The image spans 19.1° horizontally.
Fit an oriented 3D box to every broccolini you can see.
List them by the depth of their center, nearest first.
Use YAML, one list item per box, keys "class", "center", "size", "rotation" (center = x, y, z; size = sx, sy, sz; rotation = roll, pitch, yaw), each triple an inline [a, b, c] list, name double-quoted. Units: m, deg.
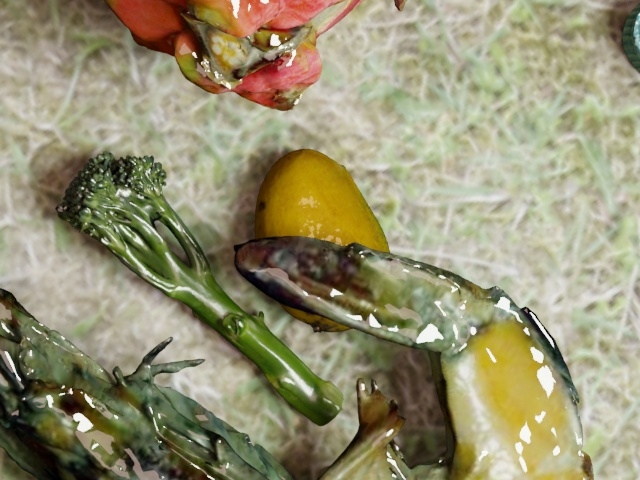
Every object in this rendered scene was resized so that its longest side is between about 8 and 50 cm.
- class: "broccolini"
  center: [-0.065, 0.027, 1.160]
  size: [0.216, 0.058, 0.067]
  rotation: [40, 123, -12]

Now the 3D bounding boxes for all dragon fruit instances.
- class: "dragon fruit"
  center: [-0.056, -0.199, 1.059]
  size: [0.224, 0.224, 0.227]
  rotation: [-38, 53, -3]

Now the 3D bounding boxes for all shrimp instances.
- class: "shrimp"
  center: [-0.036, 0.100, 1.112]
  size: [0.445, 0.085, 0.272]
  rotation: [31, 103, -8]

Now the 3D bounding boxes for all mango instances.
- class: "mango"
  center: [0.000, 0.000, 1.152]
  size: [0.079, 0.057, 0.114]
  rotation: [-15, 90, 3]

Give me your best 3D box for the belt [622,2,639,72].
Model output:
- class: "belt"
  center: [0.278, -0.108, 1.173]
  size: [0.179, 0.065, 0.100]
  rotation: [35, 97, -7]
